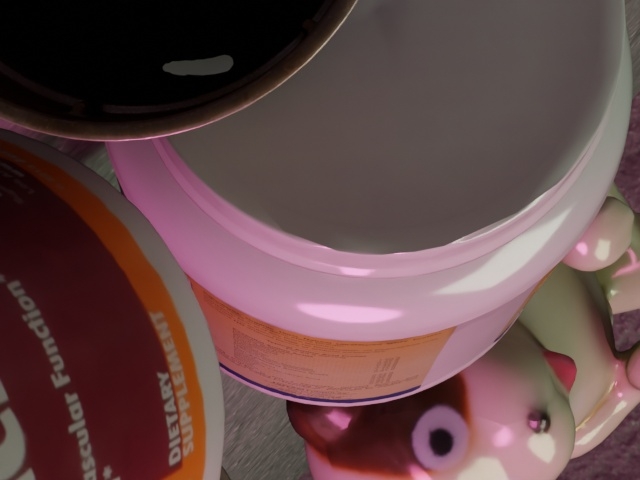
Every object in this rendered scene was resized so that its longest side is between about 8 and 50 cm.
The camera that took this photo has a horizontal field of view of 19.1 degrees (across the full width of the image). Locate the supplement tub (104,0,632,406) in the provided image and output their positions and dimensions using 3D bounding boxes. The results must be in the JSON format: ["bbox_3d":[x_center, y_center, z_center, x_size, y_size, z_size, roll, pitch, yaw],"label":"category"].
[{"bbox_3d":[0.016,-0.053,0.878,0.228,0.228,0.316,-45,173,-11],"label":"supplement tub"}]

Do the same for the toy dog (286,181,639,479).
[{"bbox_3d":[0.103,0.068,1.520,0.395,0.285,0.408,-12,-151,19],"label":"toy dog"}]

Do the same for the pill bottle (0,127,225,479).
[{"bbox_3d":[-0.203,0.091,0.573,0.224,0.224,0.392,-50,170,21],"label":"pill bottle"}]

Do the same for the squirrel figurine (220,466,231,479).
[{"bbox_3d":[-0.232,0.213,1.030,0.370,0.281,0.397,-37,156,3],"label":"squirrel figurine"}]

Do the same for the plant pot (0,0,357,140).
[{"bbox_3d":[-0.055,-0.114,0.624,0.167,0.167,0.165,-47,179,3],"label":"plant pot"}]
